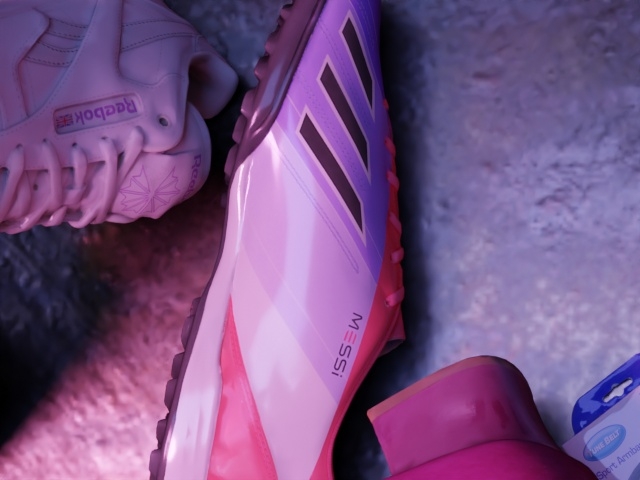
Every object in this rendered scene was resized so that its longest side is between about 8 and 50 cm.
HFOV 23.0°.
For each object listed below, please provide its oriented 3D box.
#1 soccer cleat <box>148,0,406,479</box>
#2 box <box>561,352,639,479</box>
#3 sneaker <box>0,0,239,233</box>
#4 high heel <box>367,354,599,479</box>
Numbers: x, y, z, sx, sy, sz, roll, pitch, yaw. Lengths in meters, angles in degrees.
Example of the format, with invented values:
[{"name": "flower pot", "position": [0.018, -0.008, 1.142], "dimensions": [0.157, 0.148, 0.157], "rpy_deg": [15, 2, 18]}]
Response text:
[{"name": "soccer cleat", "position": [0.000, 0.000, 0.837], "dimensions": [0.116, 0.108, 0.318], "rpy_deg": [14, 81, 0]}, {"name": "box", "position": [0.184, 0.120, 0.783], "dimensions": [0.081, 0.028, 0.136], "rpy_deg": [-39, 72, 6]}, {"name": "sneaker", "position": [-0.137, -0.059, 0.796], "dimensions": [0.152, 0.305, 0.114], "rpy_deg": [36, 127, 1]}, {"name": "high heel", "position": [-0.035, 0.206, 0.714], "dimensions": [0.377, 0.127, 0.181], "rpy_deg": [-40, 27, 12]}]
